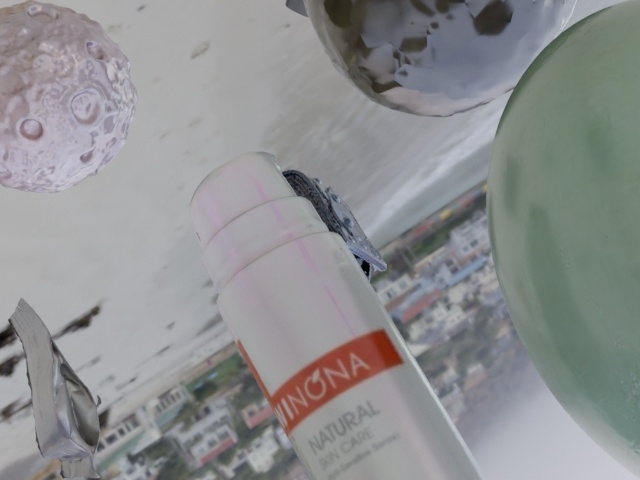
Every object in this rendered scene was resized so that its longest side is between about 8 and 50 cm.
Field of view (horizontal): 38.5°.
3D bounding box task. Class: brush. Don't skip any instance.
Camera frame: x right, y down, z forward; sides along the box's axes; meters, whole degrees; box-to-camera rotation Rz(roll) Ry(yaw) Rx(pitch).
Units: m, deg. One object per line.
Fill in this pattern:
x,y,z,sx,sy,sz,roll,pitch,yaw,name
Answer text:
-0.014,-0.412,1.487,0.193,0.063,0.016,140,-30,-75,brush

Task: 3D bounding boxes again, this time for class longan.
0.163,-0.362,1.226,0.391,0.391,0.391,-33,177,-2,longan

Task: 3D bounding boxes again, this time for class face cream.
0.014,0.091,0.602,0.102,0.345,0.102,-28,161,-11,face cream

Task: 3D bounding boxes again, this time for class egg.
0.256,-0.001,0.613,0.276,0.389,0.276,-7,143,-5,egg

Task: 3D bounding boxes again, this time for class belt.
-0.001,0.000,1.310,0.122,0.218,0.128,-44,134,15,belt

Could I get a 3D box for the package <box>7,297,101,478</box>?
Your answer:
-0.365,0.206,1.260,0.062,0.251,0.204,-19,176,-30,package

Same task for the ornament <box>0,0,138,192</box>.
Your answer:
-0.370,-0.187,1.235,0.259,0.225,0.259,-49,-176,4,ornament
